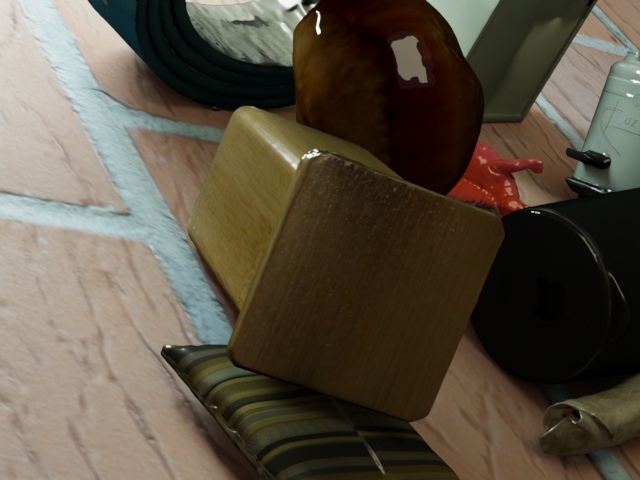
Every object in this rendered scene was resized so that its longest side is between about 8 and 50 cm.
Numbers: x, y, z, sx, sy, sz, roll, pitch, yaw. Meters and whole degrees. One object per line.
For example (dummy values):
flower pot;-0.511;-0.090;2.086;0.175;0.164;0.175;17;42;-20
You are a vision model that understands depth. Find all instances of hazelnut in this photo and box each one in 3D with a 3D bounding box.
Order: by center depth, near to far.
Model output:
hazelnut;0.074;-0.152;1.901;0.217;0.217;0.252;-9;79;-53

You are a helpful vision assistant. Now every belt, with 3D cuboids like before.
belt;-0.067;-0.302;1.966;0.436;0.300;0.173;6;36;-46

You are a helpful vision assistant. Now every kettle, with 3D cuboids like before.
kettle;0.291;0.024;1.872;0.308;0.203;0.262;-6;45;-46

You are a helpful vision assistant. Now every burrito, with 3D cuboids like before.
burrito;0.309;0.165;1.762;0.275;0.082;0.059;-9;57;-50

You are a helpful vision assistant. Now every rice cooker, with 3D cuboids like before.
rice cooker;0.434;-0.095;2.187;0.280;0.227;0.241;15;7;-28

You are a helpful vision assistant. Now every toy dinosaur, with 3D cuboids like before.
toy dinosaur;0.139;-0.100;2.116;0.139;0.070;0.286;-28;57;-35

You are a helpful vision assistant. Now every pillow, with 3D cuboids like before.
pillow;-0.002;0.152;1.492;0.208;0.052;0.212;2;33;-45

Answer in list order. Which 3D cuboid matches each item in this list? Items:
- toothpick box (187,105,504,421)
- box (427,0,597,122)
toothpick box;0.000;0.000;1.574;0.187;0.190;0.308;18;10;-20
box;0.215;-0.275;2.296;0.117;0.225;0.225;44;28;27
